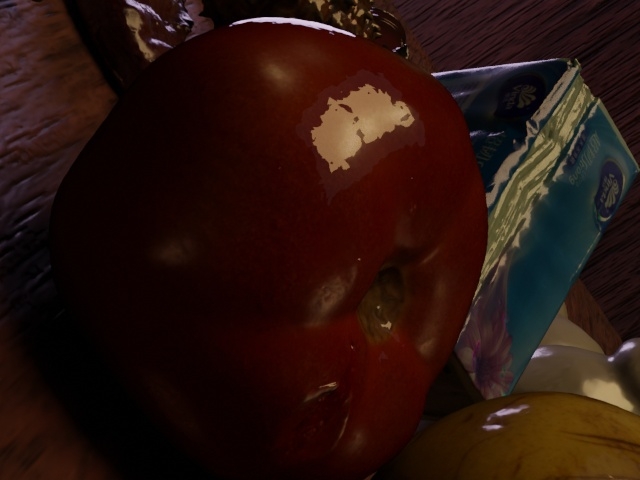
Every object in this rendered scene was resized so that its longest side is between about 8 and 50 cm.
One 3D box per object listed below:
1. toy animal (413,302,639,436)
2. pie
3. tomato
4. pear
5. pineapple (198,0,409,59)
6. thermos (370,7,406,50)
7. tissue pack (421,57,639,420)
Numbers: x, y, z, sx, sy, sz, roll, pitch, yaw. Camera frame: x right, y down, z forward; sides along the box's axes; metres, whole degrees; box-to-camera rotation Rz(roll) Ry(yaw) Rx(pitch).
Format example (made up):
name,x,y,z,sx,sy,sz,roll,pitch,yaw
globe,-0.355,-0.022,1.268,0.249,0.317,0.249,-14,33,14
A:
name,x,y,z,sx,sy,sz,roll,pitch,yaw
toy animal,0.221,0.142,1.660,0.196,0.241,0.367,56,13,-8
pie,-0.140,-0.163,1.509,0.219,0.054,0.204,64,14,22
tomato,-0.033,0.003,1.083,0.226,0.299,0.298,16,-15,36
pear,0.142,0.230,1.132,0.281,0.280,0.281,52,13,-18
pineapple,0.009,-0.135,1.614,0.141,0.170,0.310,18,-35,59
thermos,0.057,-0.171,2.086,0.232,0.124,0.099,-87,169,-48
tissue pack,0.096,0.000,1.378,0.146,0.198,0.263,53,55,-28
